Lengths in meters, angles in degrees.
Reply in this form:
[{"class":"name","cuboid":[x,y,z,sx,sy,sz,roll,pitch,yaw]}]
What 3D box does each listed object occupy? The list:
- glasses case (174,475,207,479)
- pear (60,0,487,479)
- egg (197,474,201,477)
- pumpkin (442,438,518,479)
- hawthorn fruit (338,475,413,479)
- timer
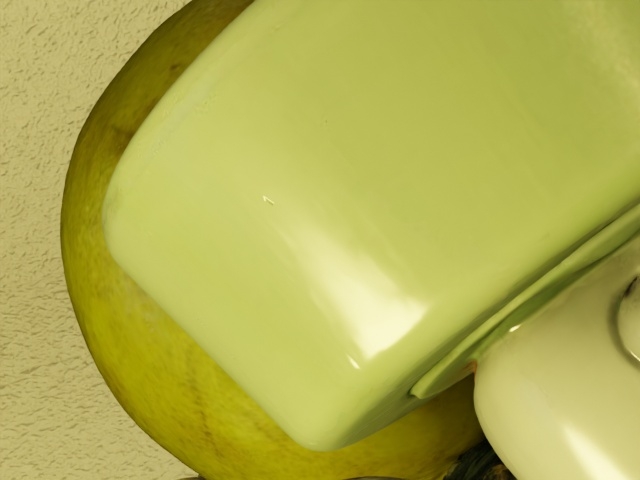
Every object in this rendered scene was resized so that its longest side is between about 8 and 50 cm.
[{"class":"glasses case","cuboid":[0.046,0.256,1.070,0.336,0.076,0.144,30,-171,27]},{"class":"pear","cuboid":[0.000,0.000,1.112,0.413,0.352,0.352,60,-164,-85]},{"class":"egg","cuboid":[0.045,0.276,1.317,0.288,0.287,0.379,86,163,-49]},{"class":"pumpkin","cuboid":[0.141,0.186,0.977,0.190,0.146,0.190,55,161,30]},{"class":"hawthorn fruit","cuboid":[0.013,0.240,0.762,0.231,0.235,0.263,5,104,55]},{"class":"timer","cuboid":[0.117,0.034,0.694,0.315,0.290,0.291,54,168,9]}]
